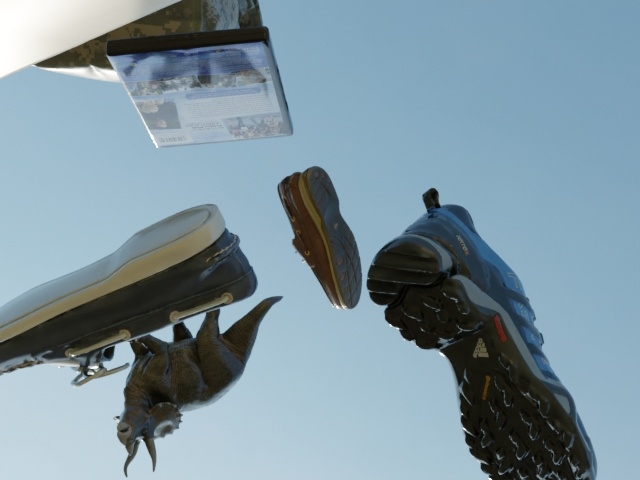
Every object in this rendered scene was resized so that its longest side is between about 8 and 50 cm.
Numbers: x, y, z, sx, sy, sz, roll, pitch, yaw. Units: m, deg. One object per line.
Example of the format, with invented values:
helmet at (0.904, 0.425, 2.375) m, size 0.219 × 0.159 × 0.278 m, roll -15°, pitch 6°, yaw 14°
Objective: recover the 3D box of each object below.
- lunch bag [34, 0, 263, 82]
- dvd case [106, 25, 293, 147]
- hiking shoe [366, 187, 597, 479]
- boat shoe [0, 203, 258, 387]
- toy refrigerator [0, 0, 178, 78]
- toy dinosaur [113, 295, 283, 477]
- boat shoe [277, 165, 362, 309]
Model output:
lunch bag at (-0.219, -0.290, 1.532) m, size 0.235 × 0.287 × 0.169 m, roll 7°, pitch -83°, yaw 12°
dvd case at (-0.134, -0.176, 1.373) m, size 0.180 × 0.253 × 0.022 m, roll -5°, pitch -110°, yaw 3°
hiking shoe at (0.169, 0.100, 1.036) m, size 0.113 × 0.132 × 0.304 m, roll -21°, pitch -73°, yaw 39°
boat shoe at (-0.169, 0.059, 0.863) m, size 0.254 × 0.095 × 0.079 m, roll -27°, pitch -71°, yaw 6°
toy refrigerator at (-0.146, -0.137, 0.489) m, size 0.269 × 0.102 × 0.094 m, roll -12°, pitch -110°, yaw 42°
toy dinosaur at (-0.179, 0.166, 1.547) m, size 0.121 × 0.313 × 0.160 m, roll -8°, pitch -73°, yaw 51°
boat shoe at (0.000, 0.000, 1.380) m, size 0.060 × 0.064 × 0.178 m, roll -11°, pitch -75°, yaw 34°
